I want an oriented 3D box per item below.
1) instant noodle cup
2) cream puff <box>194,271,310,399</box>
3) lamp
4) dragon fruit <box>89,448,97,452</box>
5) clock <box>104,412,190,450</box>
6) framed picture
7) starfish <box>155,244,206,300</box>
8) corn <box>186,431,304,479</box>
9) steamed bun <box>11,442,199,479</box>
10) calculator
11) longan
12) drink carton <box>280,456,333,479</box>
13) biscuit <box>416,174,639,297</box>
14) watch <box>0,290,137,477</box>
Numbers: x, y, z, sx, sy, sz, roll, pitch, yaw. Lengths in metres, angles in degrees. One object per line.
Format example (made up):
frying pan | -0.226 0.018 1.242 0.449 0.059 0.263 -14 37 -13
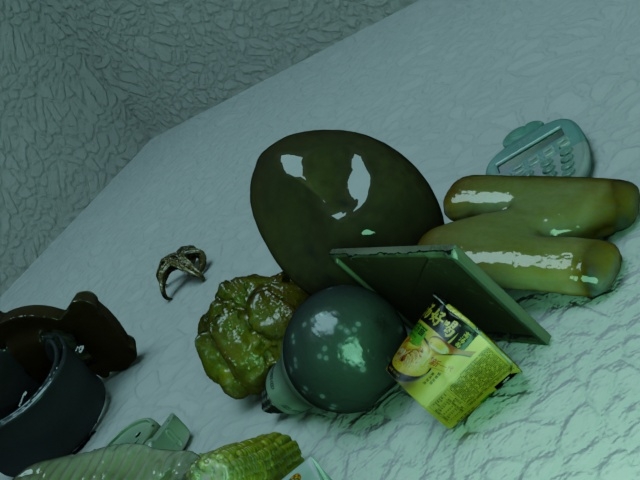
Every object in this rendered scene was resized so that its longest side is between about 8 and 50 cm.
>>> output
instant noodle cup | 0.165 0.159 1.226 0.122 0.151 0.151 -49 20 3
cream puff | -0.102 0.154 1.635 0.244 0.196 0.244 -50 -8 -9
lamp | -0.004 0.195 1.407 0.314 0.182 0.182 -46 14 31
dragon fruit | -0.384 0.459 1.507 0.218 0.148 0.223 -20 21 -24
clock | -0.325 0.375 1.675 0.191 0.062 0.151 -16 29 47
framed picture | 0.153 0.075 1.314 0.281 0.209 0.019 -1 52 56
starfish | -0.342 0.075 2.344 0.146 0.074 0.190 -37 21 -14
corn | -0.091 0.301 1.255 0.086 0.086 0.288 -34 -15 11
steamed bun | -0.266 0.433 1.253 0.324 0.219 0.310 -14 36 -5
calculator | 0.368 -0.128 1.630 0.184 0.042 0.295 -31 24 18
longan | 0.046 -0.035 1.542 0.288 0.350 0.288 -49 -13 -15
drink carton | 0.000 0.376 1.065 0.130 0.107 0.315 -37 20 -1
biscuit | 0.292 -0.018 1.369 0.290 0.062 0.237 5 40 31
watch | -0.586 0.309 2.011 0.335 0.314 0.327 -20 37 15
